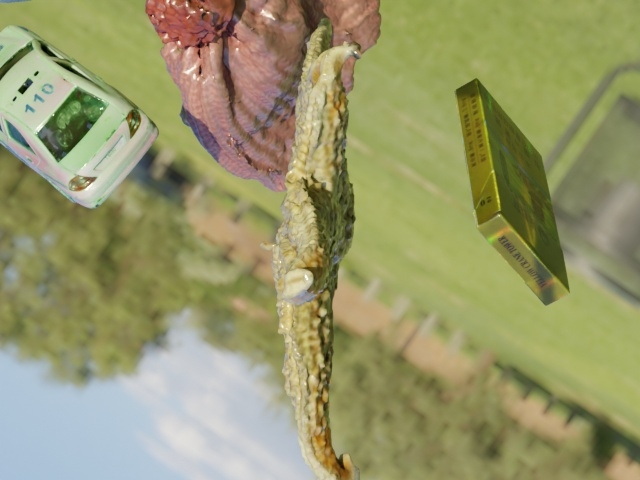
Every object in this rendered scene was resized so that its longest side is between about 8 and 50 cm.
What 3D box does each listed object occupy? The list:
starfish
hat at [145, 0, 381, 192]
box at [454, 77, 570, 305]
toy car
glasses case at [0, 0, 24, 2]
[{"bbox_3d":[-0.006,0.001,0.964,0.048,0.231,0.295,0,-149,-2],"label":"starfish"},{"bbox_3d":[-0.059,-0.177,1.643,0.107,0.236,0.286,15,176,30],"label":"hat"},{"bbox_3d":[0.172,-0.046,1.781,0.121,0.030,0.193,45,-155,-35],"label":"box"},{"bbox_3d":[-0.220,-0.108,1.551,0.224,0.090,0.076,35,173,42],"label":"toy car"},{"bbox_3d":[-0.036,-0.139,0.808,0.272,0.062,0.095,1,-168,43],"label":"glasses case"}]
